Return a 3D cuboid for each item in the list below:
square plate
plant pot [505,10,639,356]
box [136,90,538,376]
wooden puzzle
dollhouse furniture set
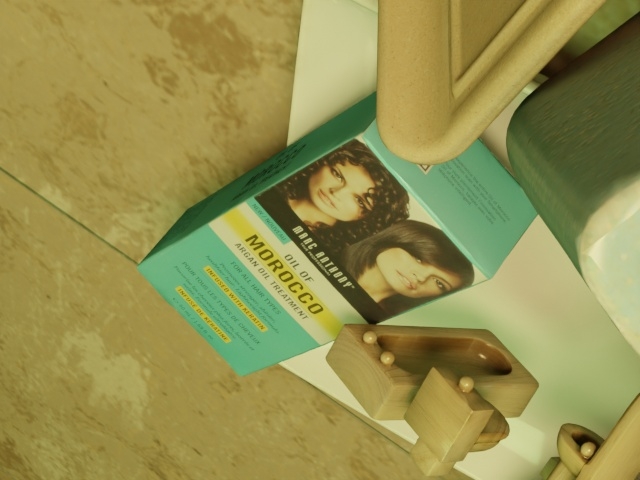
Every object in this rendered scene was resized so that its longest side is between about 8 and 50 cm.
[{"bbox_3d":[0.131,0.039,0.781,0.347,0.049,0.344,28,144,15],"label":"square plate"},{"bbox_3d":[0.211,-0.014,0.468,0.247,0.248,0.252,52,-176,-17],"label":"plant pot"},{"bbox_3d":[0.000,0.000,0.760,0.100,0.060,0.244,47,144,-12],"label":"box"},{"bbox_3d":[0.095,-0.167,0.472,0.044,0.221,0.238,15,149,-22],"label":"wooden puzzle"},{"bbox_3d":[0.118,0.062,0.691,0.151,0.144,0.123,49,121,40],"label":"dollhouse furniture set"}]
